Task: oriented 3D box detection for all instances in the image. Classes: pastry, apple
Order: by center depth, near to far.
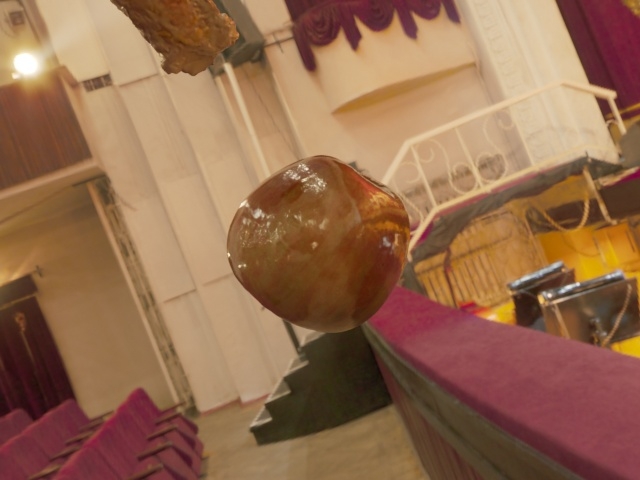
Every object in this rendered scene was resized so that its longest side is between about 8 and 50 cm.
[{"bbox_3d":[-0.199,-0.305,0.665,0.122,0.089,0.258,-28,-40,14],"label":"pastry"},{"bbox_3d":[0.000,0.000,0.850,0.233,0.257,0.257,-62,-9,10],"label":"apple"}]
